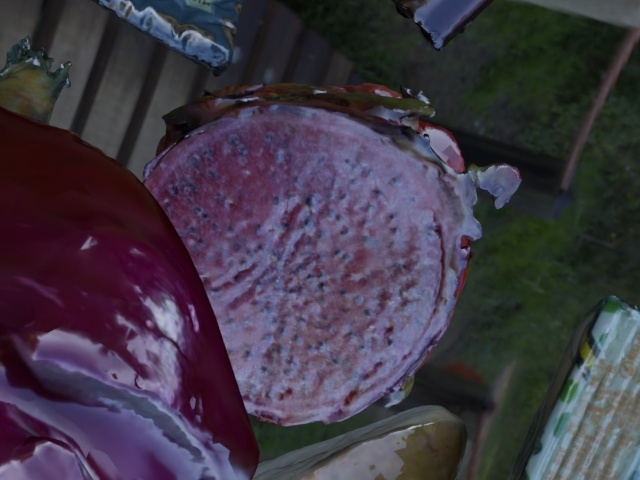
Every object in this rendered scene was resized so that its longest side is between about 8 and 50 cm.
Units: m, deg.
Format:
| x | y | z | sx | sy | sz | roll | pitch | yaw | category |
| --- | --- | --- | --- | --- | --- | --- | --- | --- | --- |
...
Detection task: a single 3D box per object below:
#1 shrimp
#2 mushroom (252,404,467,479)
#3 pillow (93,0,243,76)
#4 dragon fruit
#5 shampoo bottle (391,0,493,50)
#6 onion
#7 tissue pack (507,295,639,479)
| x | y | z | sx | sy | sz | roll | pitch | yaw | category |
| --- | --- | --- | --- | --- | --- | --- | --- | --- | --- |
| -0.399 | -0.103 | 1.155 | 0.445 | 0.272 | 0.085 | -69 | 153 | -53 | shrimp |
| 0.026 | 0.374 | 1.316 | 0.397 | 0.313 | 0.224 | -27 | 180 | 5 | mushroom |
| -0.134 | -0.262 | 0.926 | 0.034 | 0.189 | 0.255 | -36 | -147 | 39 | pillow |
| 0.000 | 0.000 | 0.997 | 0.263 | 0.314 | 0.296 | -65 | 163 | -77 | dragon fruit |
| 0.170 | -0.276 | 0.782 | 0.323 | 0.084 | 0.129 | -43 | -156 | 10 | shampoo bottle |
| -0.254 | 0.049 | 0.495 | 0.398 | 0.398 | 0.420 | -60 | 144 | -30 | onion |
| 0.299 | 0.231 | 1.262 | 0.311 | 0.128 | 0.228 | -64 | 169 | -4 | tissue pack |
